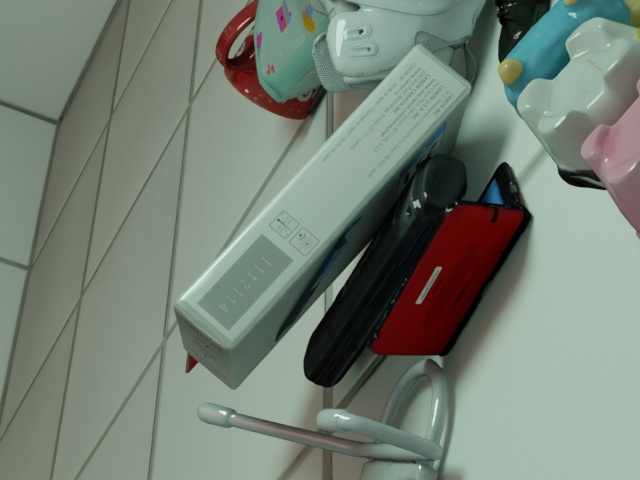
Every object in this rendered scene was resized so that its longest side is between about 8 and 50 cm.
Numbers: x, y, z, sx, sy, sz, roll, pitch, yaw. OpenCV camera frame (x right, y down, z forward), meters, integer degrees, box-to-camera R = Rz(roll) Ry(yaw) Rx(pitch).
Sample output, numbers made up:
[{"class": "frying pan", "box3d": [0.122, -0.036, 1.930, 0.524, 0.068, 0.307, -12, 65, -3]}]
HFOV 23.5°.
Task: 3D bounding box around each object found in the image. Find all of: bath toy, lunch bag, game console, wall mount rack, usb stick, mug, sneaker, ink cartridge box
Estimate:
[{"class": "bath toy", "box3d": [0.218, -0.049, 0.832, 0.151, 0.129, 0.348, -45, 24, 12]}, {"class": "lunch bag", "box3d": [0.031, -0.283, 1.568, 0.223, 0.160, 0.262, -35, 34, 60]}, {"class": "game console", "box3d": [0.093, 0.011, 1.202, 0.085, 0.124, 0.144, 50, 123, 39]}, {"class": "wall mount rack", "box3d": [-0.026, 0.247, 1.218, 0.304, 0.130, 0.350, -18, 54, 68]}, {"class": "usb stick", "box3d": [0.050, 0.032, 1.307, 0.077, 0.045, 0.278, -62, 2, -42]}, {"class": "mug", "box3d": [-0.028, -0.235, 1.746, 0.169, 0.113, 0.150, -58, -11, 22]}, {"class": "sneaker", "box3d": [-0.011, -0.250, 1.351, 0.137, 0.366, 0.210, 165, 116, -83]}, {"class": "sneaker", "box3d": [0.151, -0.231, 1.268, 0.051, 0.089, 0.170, -1, 70, 71]}, {"class": "ink cartridge box", "box3d": [0.000, 0.000, 1.318, 0.296, 0.066, 0.261, -47, -10, -15]}]
